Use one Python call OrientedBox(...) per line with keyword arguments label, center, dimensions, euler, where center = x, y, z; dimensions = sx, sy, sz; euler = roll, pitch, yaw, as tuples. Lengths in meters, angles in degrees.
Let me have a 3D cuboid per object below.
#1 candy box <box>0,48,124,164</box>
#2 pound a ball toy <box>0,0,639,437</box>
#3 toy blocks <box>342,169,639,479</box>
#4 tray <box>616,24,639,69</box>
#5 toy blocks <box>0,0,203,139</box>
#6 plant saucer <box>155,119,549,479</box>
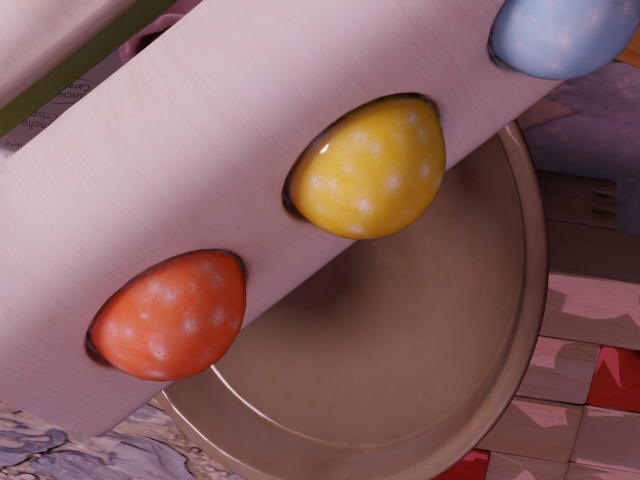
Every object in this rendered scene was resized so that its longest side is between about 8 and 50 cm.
OrientedBox(label="candy box", center=(-0.160, -0.075, 0.804), dimensions=(0.165, 0.196, 0.070), euler=(8, 153, 7))
OrientedBox(label="pound a ball toy", center=(-0.041, -0.055, 0.498), dimensions=(0.319, 0.135, 0.208), euler=(-38, 152, 6))
OrientedBox(label="toy blocks", center=(0.142, 0.103, 1.016), dimensions=(0.261, 0.190, 0.381), euler=(9, 129, 2))
OrientedBox(label="tray", center=(0.226, -0.127, 0.689), dimensions=(0.411, 0.076, 0.203), euler=(20, 152, -18))
OrientedBox(label="toy blocks", center=(-0.182, -0.132, 0.633), dimensions=(0.309, 0.260, 0.288), euler=(8, 153, 7))
OrientedBox(label="plant saucer", center=(0.000, 0.000, 0.862), dimensions=(0.278, 0.277, 0.041), euler=(-9, -179, 35))
